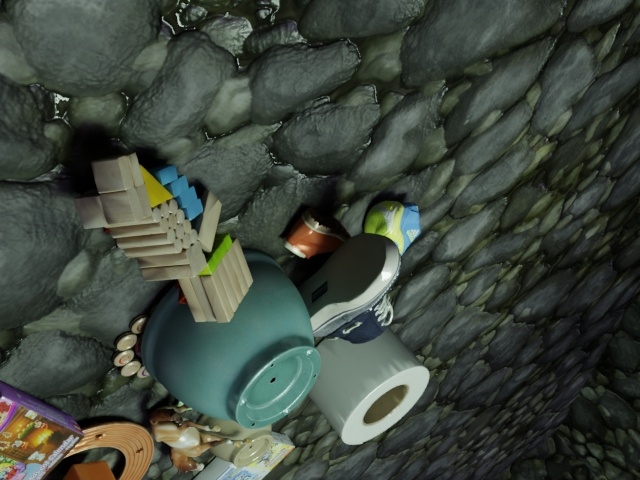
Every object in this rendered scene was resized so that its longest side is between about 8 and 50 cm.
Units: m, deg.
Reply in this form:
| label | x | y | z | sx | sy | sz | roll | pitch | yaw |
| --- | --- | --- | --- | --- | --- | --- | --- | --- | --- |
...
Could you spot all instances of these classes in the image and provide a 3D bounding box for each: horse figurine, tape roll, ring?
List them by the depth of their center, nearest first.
| label | x | y | z | sx | sy | sz | roll | pitch | yaw |
| --- | --- | --- | --- | --- | --- | --- | --- | --- | --- |
| ring | -0.463 | 0.444 | 1.460 | 0.336 | 0.032 | 0.337 | -28 | 144 | -22 |
| horse figurine | -0.251 | 0.367 | 1.516 | 0.174 | 0.066 | 0.263 | -10 | 143 | 18 |
| tape roll | 0.097 | 0.309 | 1.774 | 0.246 | 0.169 | 0.246 | -28 | 146 | -21 |

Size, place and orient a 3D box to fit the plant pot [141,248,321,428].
| label | x | y | z | sx | sy | sz | roll | pitch | yaw |
| --- | --- | --- | --- | --- | --- | --- | --- | --- | --- |
| plant pot | -0.123 | 0.188 | 1.340 | 0.293 | 0.196 | 0.293 | -30 | 142 | -27 |

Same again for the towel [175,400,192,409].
| label | x | y | z | sx | sy | sz | roll | pitch | yaw |
| --- | --- | --- | --- | --- | --- | --- | --- | --- | --- |
| towel | -0.214 | 0.268 | 1.533 | 0.113 | 0.023 | 0.152 | -1 | 132 | -44 |

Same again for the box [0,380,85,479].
| label | x | y | z | sx | sy | sz | roll | pitch | yaw |
| --- | --- | --- | --- | --- | --- | --- | --- | --- | --- |
| box | -0.533 | 0.360 | 1.212 | 0.293 | 0.057 | 0.201 | -46 | 143 | -6 |

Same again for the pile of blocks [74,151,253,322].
| label | x | y | z | sx | sy | sz | roll | pitch | yaw |
| --- | --- | --- | --- | --- | --- | --- | --- | --- | --- |
| pile of blocks | -0.225 | -0.014 | 1.127 | 0.112 | 0.149 | 0.362 | -5 | 144 | 22 |

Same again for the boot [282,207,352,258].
| label | x | y | z | sx | sy | sz | roll | pitch | yaw |
| --- | --- | --- | --- | --- | --- | --- | --- | --- | --- |
| boot | 0.000 | 0.000 | 1.413 | 0.084 | 0.059 | 0.158 | -47 | 141 | 17 |

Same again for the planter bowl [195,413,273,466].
| label | x | y | z | sx | sy | sz | roll | pitch | yaw |
| --- | --- | --- | --- | --- | --- | --- | --- | --- | --- |
| planter bowl | -0.165 | 0.399 | 1.655 | 0.162 | 0.109 | 0.162 | -29 | 146 | -22 |

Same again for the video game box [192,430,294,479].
| label | x | y | z | sx | sy | sz | roll | pitch | yaw |
| --- | --- | --- | --- | --- | --- | --- | --- | --- | --- |
| video game box | -0.180 | 0.522 | 1.846 | 0.205 | 0.048 | 0.187 | -45 | 151 | 4 |

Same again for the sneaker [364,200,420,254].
| label | x | y | z | sx | sy | sz | roll | pitch | yaw |
| --- | --- | --- | --- | --- | --- | --- | --- | --- | --- |
| sneaker | 0.136 | 0.023 | 1.550 | 0.126 | 0.091 | 0.240 | -17 | 139 | -36 |

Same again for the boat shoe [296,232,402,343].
| label | x | y | z | sx | sy | sz | roll | pitch | yaw |
| --- | --- | --- | --- | --- | --- | --- | --- | --- | --- |
| boat shoe | 0.082 | 0.094 | 1.427 | 0.158 | 0.127 | 0.340 | 15 | 152 | -25 |

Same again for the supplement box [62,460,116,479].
| label | x | y | z | sx | sy | sz | roll | pitch | yaw |
| --- | --- | --- | --- | --- | --- | --- | --- | --- | --- |
| supplement box | -0.455 | 0.507 | 1.441 | 0.080 | 0.078 | 0.233 | 7 | 123 | -50 |

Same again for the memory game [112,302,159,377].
| label | x | y | z | sx | sy | sz | roll | pitch | yaw |
| --- | --- | --- | --- | --- | --- | --- | --- | --- | --- |
| memory game | -0.268 | 0.168 | 1.357 | 0.186 | 0.012 | 0.186 | -28 | 146 | -21 |
